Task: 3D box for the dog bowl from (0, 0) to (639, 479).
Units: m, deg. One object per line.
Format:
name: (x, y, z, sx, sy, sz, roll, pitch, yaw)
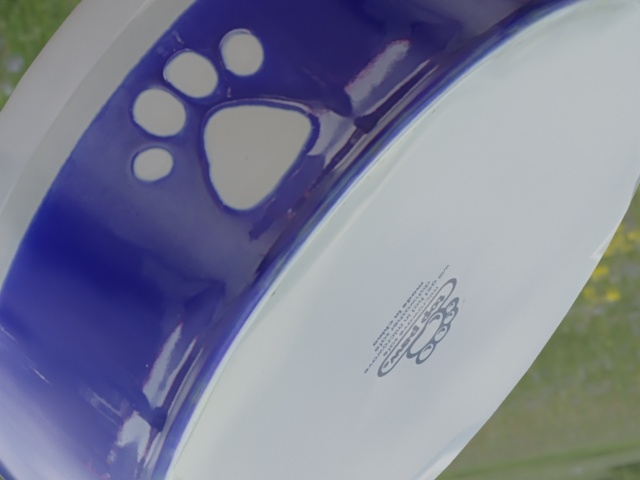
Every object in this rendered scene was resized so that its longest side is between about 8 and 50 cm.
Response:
dog bowl: (0.000, 0.000, 0.614, 0.265, 0.104, 0.265, -40, 155, -24)
